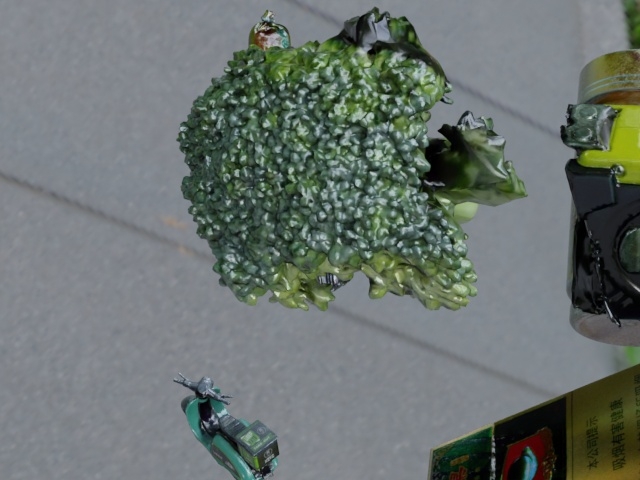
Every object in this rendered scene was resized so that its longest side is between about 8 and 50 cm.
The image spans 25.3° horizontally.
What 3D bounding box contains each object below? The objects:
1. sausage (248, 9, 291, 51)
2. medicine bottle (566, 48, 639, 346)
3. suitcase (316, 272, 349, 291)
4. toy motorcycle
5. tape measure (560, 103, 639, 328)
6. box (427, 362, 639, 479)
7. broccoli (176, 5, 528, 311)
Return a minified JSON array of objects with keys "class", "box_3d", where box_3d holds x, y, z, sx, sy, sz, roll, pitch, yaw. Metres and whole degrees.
[{"class":"sausage","box_3d":[-0.080,-0.180,2.277,0.082,0.082,0.372,-10,106,-44]},{"class":"medicine bottle","box_3d":[0.370,-0.048,1.670,0.151,0.151,0.323,20,65,-29]},{"class":"suitcase","box_3d":[0.000,0.000,1.759,0.086,0.059,0.126,-24,107,-71]},{"class":"toy motorcycle","box_3d":[-0.115,0.227,1.726,0.058,0.100,0.173,-33,49,-26]},{"class":"tape measure","box_3d":[0.287,-0.019,1.122,0.112,0.186,0.199,-69,153,-44]},{"class":"box","box_3d":[0.200,0.210,1.207,0.071,0.240,0.159,48,29,-28]},{"class":"broccoli","box_3d":[0.022,-0.066,1.410,0.317,0.338,0.277,6,74,-10]}]
